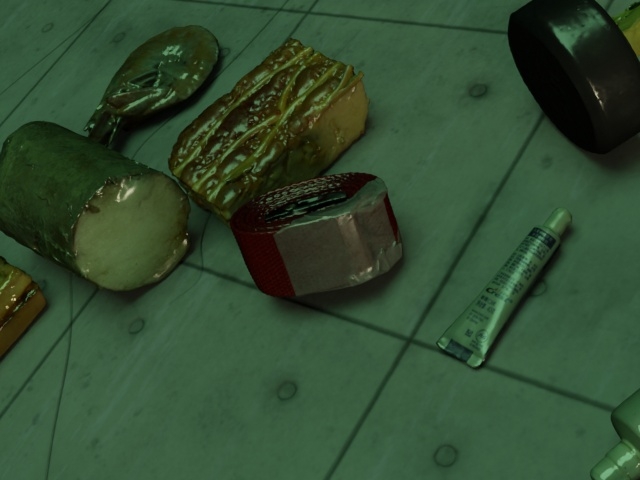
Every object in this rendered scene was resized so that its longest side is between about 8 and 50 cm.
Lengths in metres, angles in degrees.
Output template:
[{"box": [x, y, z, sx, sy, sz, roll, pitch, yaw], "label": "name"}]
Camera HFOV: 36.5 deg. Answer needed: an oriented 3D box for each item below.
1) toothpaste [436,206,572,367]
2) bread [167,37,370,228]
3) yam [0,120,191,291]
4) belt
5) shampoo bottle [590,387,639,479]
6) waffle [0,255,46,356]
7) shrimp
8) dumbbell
[{"box": [0.216, 0.048, 1.098, 0.062, 0.037, 0.216, 28, 74, 41], "label": "toothpaste"}, {"box": [-0.074, -0.148, 1.371, 0.275, 0.114, 0.184, -45, 46, -10], "label": "bread"}, {"box": [-0.342, -0.052, 1.375, 0.300, 0.195, 0.195, 24, 67, 40], "label": "yam"}, {"box": [0.000, 0.000, 1.198, 0.200, 0.124, 0.128, -13, 28, 13], "label": "belt"}, {"box": [0.358, 0.145, 0.903, 0.262, 0.085, 0.085, -38, 45, -5], "label": "shampoo bottle"}, {"box": [-0.576, 0.094, 1.451, 0.327, 0.098, 0.224, 21, 67, 40], "label": "waffle"}, {"box": [-0.278, -0.247, 1.593, 0.168, 0.077, 0.317, 9, 55, 31], "label": "shrimp"}, {"box": [0.406, -0.266, 1.142, 0.322, 0.204, 0.204, -32, 45, 1], "label": "dumbbell"}]
